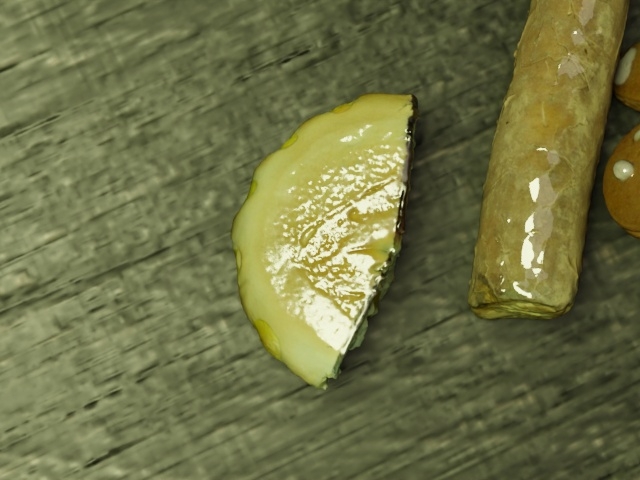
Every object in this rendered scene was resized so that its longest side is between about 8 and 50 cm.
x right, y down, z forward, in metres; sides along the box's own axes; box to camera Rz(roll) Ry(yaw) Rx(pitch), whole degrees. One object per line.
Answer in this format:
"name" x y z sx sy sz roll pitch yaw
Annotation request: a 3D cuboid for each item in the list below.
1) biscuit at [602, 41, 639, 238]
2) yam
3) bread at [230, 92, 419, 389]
"biscuit" 0.213 -0.092 1.016 0.031 0.138 0.205 36 81 -42
"yam" 0.132 -0.103 1.038 0.066 0.066 0.299 11 83 -5
"bread" 0.000 0.000 1.004 0.094 0.083 0.157 4 83 -3
